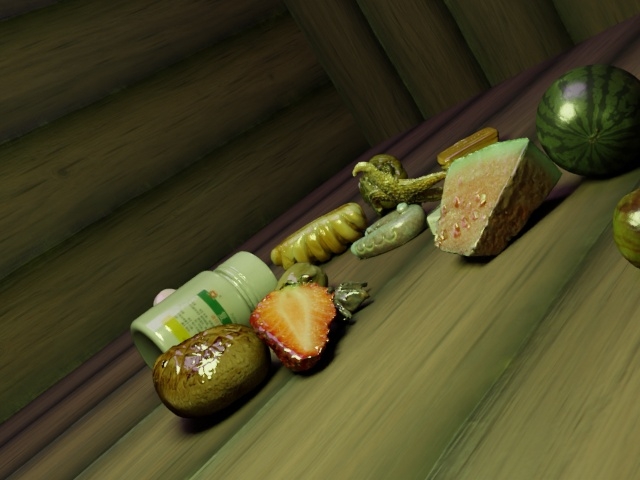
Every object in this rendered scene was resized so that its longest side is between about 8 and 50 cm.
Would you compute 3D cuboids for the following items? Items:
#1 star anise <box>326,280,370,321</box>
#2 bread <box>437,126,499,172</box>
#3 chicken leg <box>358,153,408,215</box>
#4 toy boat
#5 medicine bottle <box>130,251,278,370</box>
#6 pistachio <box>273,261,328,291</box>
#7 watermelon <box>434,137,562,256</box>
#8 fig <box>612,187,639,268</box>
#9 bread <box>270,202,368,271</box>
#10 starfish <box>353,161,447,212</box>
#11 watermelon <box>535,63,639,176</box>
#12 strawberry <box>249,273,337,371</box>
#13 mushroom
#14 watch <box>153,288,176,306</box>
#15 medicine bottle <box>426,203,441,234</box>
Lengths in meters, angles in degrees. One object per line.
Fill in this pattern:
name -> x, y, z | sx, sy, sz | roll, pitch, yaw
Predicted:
star anise -> 0.019, 0.135, 1.405 | 0.208, 0.063, 0.172 | -24, 13, 40
bread -> 0.455, -0.272, 2.010 | 0.200, 0.077, 0.116 | -30, 8, 5
chicken leg -> 0.193, -0.180, 2.207 | 0.153, 0.201, 0.429 | -4, 2, -6
toy boat -> 0.173, -0.035, 1.699 | 0.227, 0.085, 0.155 | -23, 13, 45
medicine bottle -> -0.270, 0.188, 1.618 | 0.340, 0.208, 0.208 | -38, 11, -31
pistachio -> -0.057, 0.126, 1.575 | 0.185, 0.108, 0.126 | -46, -8, -30
watermelon -> 0.315, -0.054, 1.255 | 0.193, 0.140, 0.256 | -18, 38, 57
fig -> 0.414, -0.022, 0.833 | 0.109, 0.103, 0.154 | -11, 17, -6
bread -> 0.000, 0.000, 1.958 | 0.311, 0.121, 0.173 | -30, 7, 14
starfish -> 0.233, -0.120, 1.703 | 0.302, 0.299, 0.060 | -2, 64, 37
watermelon -> 0.507, -0.223, 1.226 | 0.212, 0.212, 0.212 | -31, 10, 6
strawberry -> -0.049, 0.178, 1.281 | 0.175, 0.107, 0.236 | 0, 36, 14
mushroom -> -0.215, 0.256, 1.315 | 0.253, 0.153, 0.253 | -22, 9, 3
watch -> -0.360, 0.235, 1.845 | 0.248, 0.211, 0.217 | -31, -12, -45
medicine bottle -> 0.356, -0.089, 1.487 | 0.171, 0.052, 0.201 | -38, 12, -28
